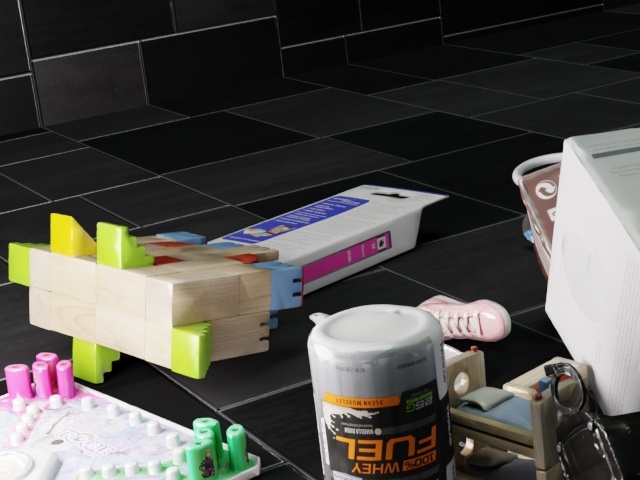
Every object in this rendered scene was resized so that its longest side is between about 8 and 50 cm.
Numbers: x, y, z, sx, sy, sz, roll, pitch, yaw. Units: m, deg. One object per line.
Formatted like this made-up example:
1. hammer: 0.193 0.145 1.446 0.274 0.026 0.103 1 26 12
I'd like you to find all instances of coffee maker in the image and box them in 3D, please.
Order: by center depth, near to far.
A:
1. coffee maker: 0.296 0.167 1.137 0.178 0.171 0.120 -11 3 -20

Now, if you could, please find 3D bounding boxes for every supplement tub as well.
1. supplement tub: 0.056 0.160 1.213 0.117 0.190 0.117 -7 17 2

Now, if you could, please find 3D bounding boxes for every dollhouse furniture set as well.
1. dollhouse furniture set: 0.210 0.156 1.274 0.184 0.129 0.129 -21 22 -39

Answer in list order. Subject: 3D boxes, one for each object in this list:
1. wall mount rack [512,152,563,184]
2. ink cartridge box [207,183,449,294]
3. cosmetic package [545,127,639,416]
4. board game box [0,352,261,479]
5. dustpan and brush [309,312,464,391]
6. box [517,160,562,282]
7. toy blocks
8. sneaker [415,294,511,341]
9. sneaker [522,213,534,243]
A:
1. wall mount rack: 0.412 -0.028 1.726 0.350 0.130 0.304 -4 25 17
2. ink cartridge box: 0.000 0.000 1.981 0.371 0.069 0.176 -24 23 -39
3. cosmetic package: 0.322 0.045 1.322 0.138 0.224 0.224 -9 40 -9
4. board game box: -0.325 0.226 1.382 0.390 0.050 0.390 -20 21 -38
5. dustpan and brush: 0.059 0.127 1.545 0.147 0.060 0.211 -19 21 -36
6. box: 0.427 -0.043 1.553 0.381 0.143 0.191 -22 -28 4
7. toy blocks: -0.164 0.062 1.701 0.261 0.190 0.381 -7 12 -42
8. sneaker: 0.154 0.098 1.627 0.070 0.051 0.134 -21 19 -36
9. sneaker: 0.375 -0.020 1.933 0.191 0.071 0.083 -4 -9 18
